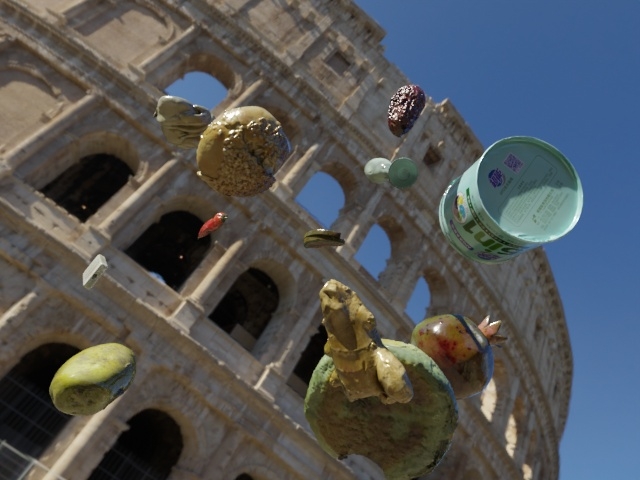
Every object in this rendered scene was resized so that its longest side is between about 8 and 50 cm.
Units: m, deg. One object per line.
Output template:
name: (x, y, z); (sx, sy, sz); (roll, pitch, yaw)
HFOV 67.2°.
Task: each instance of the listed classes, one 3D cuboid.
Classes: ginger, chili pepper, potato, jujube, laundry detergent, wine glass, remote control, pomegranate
ginger: (0.051, 0.161, 0.723); (0.205, 0.081, 0.115); (59, -30, 19)
chili pepper: (-0.304, -0.040, 1.333); (0.027, 0.045, 0.178); (33, -35, -24)
potato: (-0.600, 0.369, 1.288); (0.228, 0.197, 0.148); (-136, -148, -70)
jujube: (0.239, -0.370, 1.348); (0.104, 0.166, 0.104); (15, -34, 11)
laundry detergent: (0.498, -0.090, 1.329); (0.287, 0.287, 0.305); (32, -17, 1)
wine glass: (0.145, -0.225, 1.617); (0.309, 0.264, 0.096); (-136, -139, -75)
remote control: (-0.688, 0.093, 1.468); (0.029, 0.087, 0.190); (41, -12, -25)
pomegranate: (0.456, 0.369, 1.634); (0.291, 0.323, 0.291); (21, -54, 32)

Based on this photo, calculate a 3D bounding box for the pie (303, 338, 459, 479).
pie: (0.110, 0.317, 0.899); (0.302, 0.067, 0.302); (5, -75, 18)

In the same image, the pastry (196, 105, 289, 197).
pastry: (-0.242, -0.275, 1.562); (0.284, 0.316, 0.184); (47, -2, -39)

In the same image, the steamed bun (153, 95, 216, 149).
steamed bun: (-0.484, -0.398, 1.699); (0.211, 0.144, 0.218); (14, -11, -22)

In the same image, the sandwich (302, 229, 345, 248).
sandwich: (-0.002, 0.000, 1.218); (0.067, 0.029, 0.135); (27, -27, -35)
